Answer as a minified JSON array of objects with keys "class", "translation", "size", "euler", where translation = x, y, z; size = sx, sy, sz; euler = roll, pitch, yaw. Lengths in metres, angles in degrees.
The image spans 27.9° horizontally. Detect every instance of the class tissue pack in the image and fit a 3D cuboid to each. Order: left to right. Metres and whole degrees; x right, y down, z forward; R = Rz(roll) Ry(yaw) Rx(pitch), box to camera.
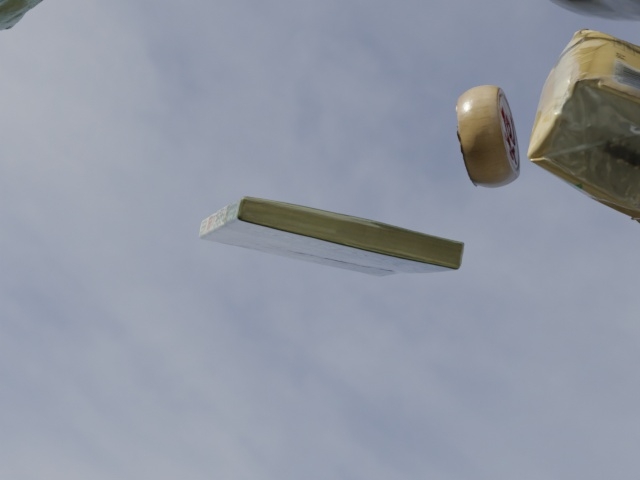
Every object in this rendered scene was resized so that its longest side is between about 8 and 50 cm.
[{"class":"tissue pack","translation":[0.248,-0.073,0.927],"size":[0.186,0.222,0.090],"euler":[27,-70,2]}]

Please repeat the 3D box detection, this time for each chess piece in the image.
[{"class":"chess piece","translation":[0.136,-0.084,1.047],"size":[0.038,0.084,0.084],"euler":[-10,-49,20]}]

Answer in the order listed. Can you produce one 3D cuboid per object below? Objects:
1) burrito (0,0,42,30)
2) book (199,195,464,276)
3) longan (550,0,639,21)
[{"class":"burrito","translation":[-0.365,-0.319,1.525],"size":[0.229,0.144,0.089],"euler":[-26,-91,42]},{"class":"book","translation":[0.000,0.000,1.216],"size":[0.202,0.027,0.264],"euler":[13,-6,-12]},{"class":"longan","translation":[0.311,-0.334,1.273],"size":[0.300,0.300,0.243],"euler":[-12,-78,37]}]
